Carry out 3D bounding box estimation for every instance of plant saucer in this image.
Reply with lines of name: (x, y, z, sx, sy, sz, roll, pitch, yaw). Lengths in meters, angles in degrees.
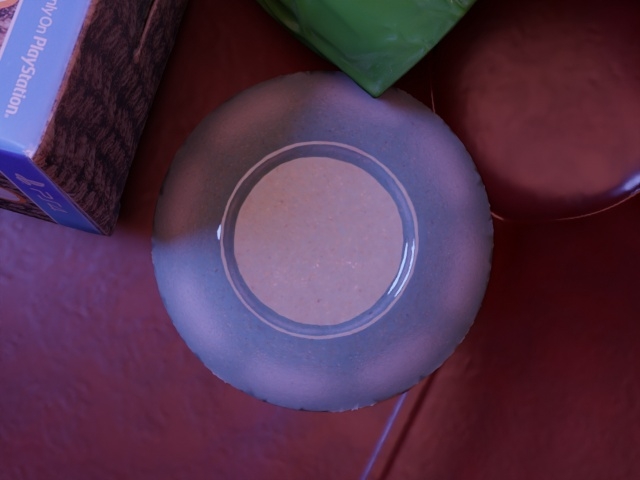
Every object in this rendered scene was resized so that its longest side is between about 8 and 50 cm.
plant saucer: (0.000, 0.000, 0.507, 0.195, 0.037, 0.194, 0, 89, 2)

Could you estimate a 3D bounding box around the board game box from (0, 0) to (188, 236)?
board game box: (-0.215, -0.161, 0.446, 0.291, 0.141, 0.232, 15, 78, 2)

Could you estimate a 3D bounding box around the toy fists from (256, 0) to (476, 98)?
toy fists: (0.043, -0.182, 0.407, 0.142, 0.279, 0.096, 40, 60, -9)
